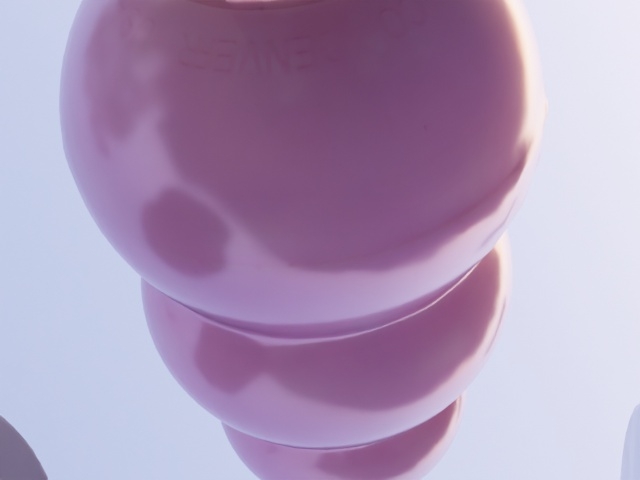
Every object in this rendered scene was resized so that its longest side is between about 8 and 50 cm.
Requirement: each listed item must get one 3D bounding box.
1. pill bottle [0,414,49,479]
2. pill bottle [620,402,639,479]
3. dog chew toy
[{"bbox_3d":[-0.205,0.173,0.558,0.152,0.272,0.152,21,-138,-21],"label":"pill bottle"},{"bbox_3d":[0.289,0.144,0.452,0.363,0.210,0.210,1,-108,5],"label":"pill bottle"},{"bbox_3d":[0.000,0.000,0.644,0.206,0.207,0.332,-46,-35,-34],"label":"dog chew toy"}]
